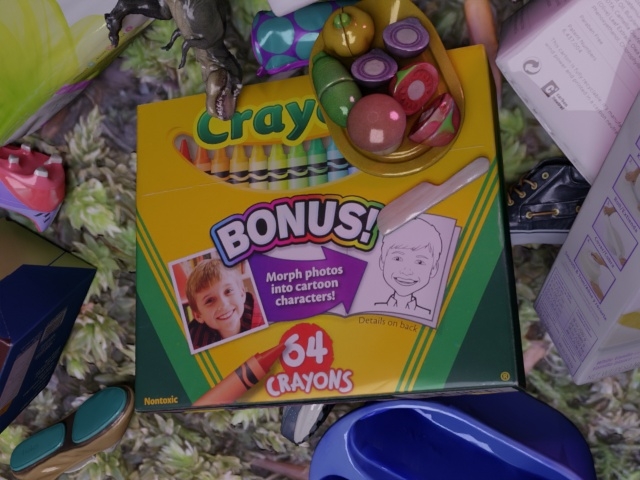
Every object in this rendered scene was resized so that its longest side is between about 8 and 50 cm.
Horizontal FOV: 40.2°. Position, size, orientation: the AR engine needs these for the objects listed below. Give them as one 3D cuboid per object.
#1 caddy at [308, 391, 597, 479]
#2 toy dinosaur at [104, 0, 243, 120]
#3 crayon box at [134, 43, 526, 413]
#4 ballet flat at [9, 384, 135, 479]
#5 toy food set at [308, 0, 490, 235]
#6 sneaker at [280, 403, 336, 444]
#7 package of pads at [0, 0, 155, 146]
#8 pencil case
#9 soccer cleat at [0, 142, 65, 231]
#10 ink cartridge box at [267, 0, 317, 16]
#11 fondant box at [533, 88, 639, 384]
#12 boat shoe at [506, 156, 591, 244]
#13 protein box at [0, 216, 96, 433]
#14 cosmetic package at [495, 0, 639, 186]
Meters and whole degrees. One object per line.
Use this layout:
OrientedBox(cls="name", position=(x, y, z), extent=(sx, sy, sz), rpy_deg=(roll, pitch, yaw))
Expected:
OrientedBox(cls="caddy", position=(0.156, 0.286, 0.980), extent=(0.341, 0.179, 0.241), rpy_deg=(27, 117, 1))
OrientedBox(cls="toy dinosaur", position=(-0.146, -0.237, 0.803), extent=(0.118, 0.064, 0.268), rpy_deg=(-13, 119, -7))
OrientedBox(cls="crayon box", position=(0.000, 0.000, 0.856), extent=(0.362, 0.106, 0.313), rpy_deg=(-7, 76, 16))
OrientedBox(cls="ballet flat", position=(-0.309, 0.257, 1.151), extent=(0.232, 0.080, 0.073), rpy_deg=(-29, 131, 25))
OrientedBox(cls="toy food set", position=(0.059, -0.130, 0.772), extent=(0.128, 0.071, 0.218), rpy_deg=(-25, 73, 8))
OrientedBox(cls="sneaker", position=(-0.019, 0.092, 0.992), extent=(0.122, 0.110, 0.283), rpy_deg=(16, 106, 13))
OrientedBox(cls="package of pads", position=(-0.312, -0.257, 0.908), extent=(0.296, 0.101, 0.229), rpy_deg=(-36, 100, 24))
OrientedBox(cls="pencil case", position=(0.010, -0.202, 0.872), extent=(0.151, 0.064, 0.070), rpy_deg=(-1, 85, 15))
OrientedBox(cls="soccer cleat", position=(-0.415, -0.092, 1.017), extent=(0.248, 0.083, 0.095), rpy_deg=(23, 120, 1))
OrientedBox(cls="ink cartridge box", position=(0.096, -0.399, 0.712), extent=(0.394, 0.166, 0.286), rpy_deg=(-19, 106, 20))
OrientedBox(cls="fondant box", position=(0.338, -0.019, 0.716), extent=(0.238, 0.096, 0.330), rpy_deg=(-14, 147, -12))
OrientedBox(cls="boat shoe", position=(0.210, -0.042, 0.896), extent=(0.183, 0.065, 0.083), rpy_deg=(0, 110, 7))
OrientedBox(cls="protein box", position=(-0.395, 0.117, 1.030), extent=(0.136, 0.200, 0.201), rpy_deg=(30, 116, 0))
OrientedBox(cls="cosmetic package", position=(0.333, -0.225, 0.714), extent=(0.365, 0.197, 0.155), rpy_deg=(-36, 100, 25))
